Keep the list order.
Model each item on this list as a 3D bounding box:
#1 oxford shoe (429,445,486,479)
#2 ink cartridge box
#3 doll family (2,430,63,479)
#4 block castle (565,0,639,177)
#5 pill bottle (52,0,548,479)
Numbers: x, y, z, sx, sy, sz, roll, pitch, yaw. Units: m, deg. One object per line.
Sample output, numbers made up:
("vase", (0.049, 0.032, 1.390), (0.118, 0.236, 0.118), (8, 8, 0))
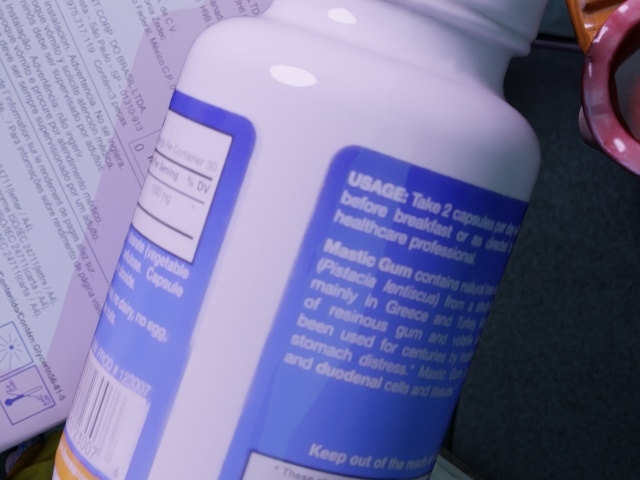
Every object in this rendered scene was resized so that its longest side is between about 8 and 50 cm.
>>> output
("oxford shoe", (0.112, 0.237, 0.686), (0.449, 0.169, 0.130), (38, 87, -10))
("ink cartridge box", (-0.091, -0.082, 0.578), (0.395, 0.151, 0.270), (-25, 107, -7))
("doll family", (-0.154, 0.200, 0.597), (0.118, 0.163, 0.263), (3, 91, -9))
("block castle", (0.209, -0.271, 0.501), (0.303, 0.213, 0.453), (-16, 88, 6))
("pill bottle", (0.000, 0.000, 0.465), (0.152, 0.152, 0.272), (18, 96, -17))
